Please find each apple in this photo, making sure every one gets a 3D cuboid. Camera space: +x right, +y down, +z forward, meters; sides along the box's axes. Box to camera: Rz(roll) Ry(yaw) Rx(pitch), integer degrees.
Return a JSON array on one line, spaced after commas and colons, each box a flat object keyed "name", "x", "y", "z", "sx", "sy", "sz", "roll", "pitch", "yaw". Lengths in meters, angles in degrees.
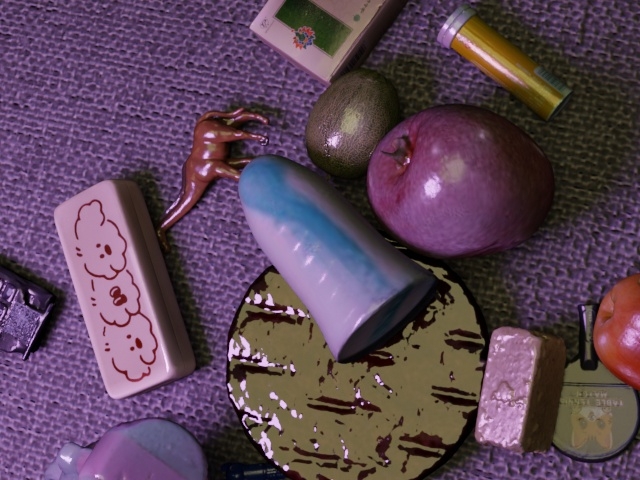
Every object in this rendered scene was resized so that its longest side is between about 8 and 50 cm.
[{"name": "apple", "x": 0.480, "y": 0.129, "z": 1.564, "sx": 0.199, "sy": 0.199, "sz": 0.199, "roll": -1, "pitch": 84, "yaw": 13}]

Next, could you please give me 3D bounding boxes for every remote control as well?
[{"name": "remote control", "x": -0.624, "y": 0.064, "z": 1.873, "sx": 0.399, "sy": 0.062, "sz": 0.144, "roll": 26, "pitch": 89, "yaw": 15}]

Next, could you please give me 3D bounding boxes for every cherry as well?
[{"name": "cherry", "x": 0.206, "y": -0.081, "z": 1.609, "sx": 0.307, "sy": 0.261, "sz": 0.221, "roll": 10, "pitch": 78, "yaw": -29}]

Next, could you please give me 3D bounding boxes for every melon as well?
[{"name": "melon", "x": 0.048, "y": -0.171, "z": 1.709, "sx": 0.139, "sy": 0.139, "sz": 0.192, "roll": 28, "pitch": 95, "yaw": 14}]

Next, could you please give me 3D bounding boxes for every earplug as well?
[{"name": "earplug", "x": 0.000, "y": 0.000, "z": 1.612, "sx": 0.185, "sy": 0.185, "sz": 0.324, "roll": -42, "pitch": 70, "yaw": 5}]

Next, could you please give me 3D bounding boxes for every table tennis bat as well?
[{"name": "table tennis bat", "x": 0.400, "y": 0.212, "z": 1.649, "sx": 0.150, "sy": 0.027, "sz": 0.236, "roll": 0, "pitch": 86, "yaw": 14}]

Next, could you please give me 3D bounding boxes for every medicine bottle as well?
[{"name": "medicine bottle", "x": 0.284, "y": -0.271, "z": 1.701, "sx": 0.218, "sy": 0.074, "sz": 0.074, "roll": 41, "pitch": 94, "yaw": 12}]

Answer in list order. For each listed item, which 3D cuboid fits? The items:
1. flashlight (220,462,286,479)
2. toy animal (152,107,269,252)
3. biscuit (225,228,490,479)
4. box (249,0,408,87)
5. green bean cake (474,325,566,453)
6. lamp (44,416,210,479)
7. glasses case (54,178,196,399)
[{"name": "flashlight", "x": -0.098, "y": 0.366, "z": 1.739, "sx": 0.121, "sy": 0.057, "sz": 0.035, "roll": -7, "pitch": 118, "yaw": 5}, {"name": "toy animal", "x": -0.185, "y": -0.096, "z": 1.794, "sx": 0.229, "sy": 0.066, "sz": 0.224, "roll": -5, "pitch": 97, "yaw": 9}, {"name": "biscuit", "x": 0.057, "y": 0.186, "z": 1.695, "sx": 0.407, "sy": 0.091, "sz": 0.407, "roll": -2, "pitch": 82, "yaw": 12}, {"name": "box", "x": 0.018, "y": -0.369, "z": 1.760, "sx": 0.168, "sy": 0.095, "sz": 0.212, "roll": 37, "pitch": 92, "yaw": 16}, {"name": "green bean cake", "x": 0.295, "y": 0.218, "z": 1.617, "sx": 0.085, "sy": 0.109, "sz": 0.179, "roll": 9, "pitch": 85, "yaw": 38}, {"name": "lamp", "x": -0.274, "y": 0.359, "z": 1.664, "sx": 0.247, "sy": 0.301, "sz": 0.247, "roll": 34, "pitch": 53, "yaw": -6}, {"name": "glasses case", "x": -0.316, "y": 0.077, "z": 1.777, "sx": 0.144, "sy": 0.076, "sz": 0.336, "roll": -25, "pitch": 78, "yaw": 27}]
